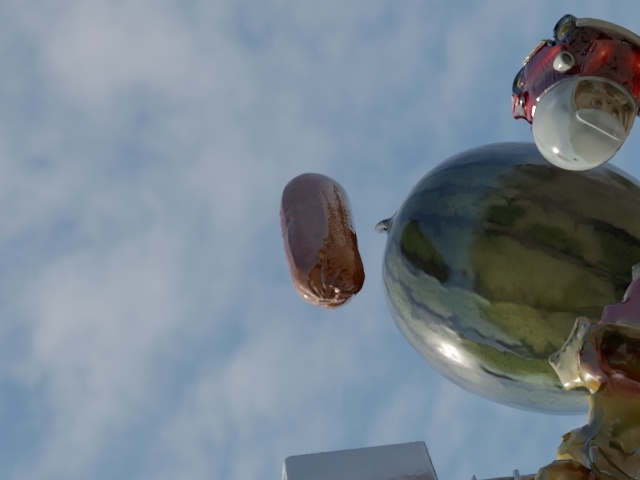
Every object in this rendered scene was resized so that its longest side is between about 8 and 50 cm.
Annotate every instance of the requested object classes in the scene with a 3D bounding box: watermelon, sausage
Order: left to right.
[{"bbox_3d":[0.000,0.000,1.861,0.197,0.076,0.076,-100,-16,-56],"label":"sausage"},{"bbox_3d":[0.218,0.037,1.949,0.279,0.359,0.279,20,-90,-77],"label":"watermelon"}]

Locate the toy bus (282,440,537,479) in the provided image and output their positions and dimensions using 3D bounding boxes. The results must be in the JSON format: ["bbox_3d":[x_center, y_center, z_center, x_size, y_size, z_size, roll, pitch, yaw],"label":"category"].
[{"bbox_3d":[0.119,0.204,1.215,0.113,0.301,0.139,-107,11,-73],"label":"toy bus"}]

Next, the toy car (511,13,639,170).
[{"bbox_3d":[0.223,-0.112,1.616,0.112,0.139,0.112,26,-126,-20],"label":"toy car"}]

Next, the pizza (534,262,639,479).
[{"bbox_3d":[0.274,0.047,1.068,0.406,0.440,0.130,-106,9,-53],"label":"pizza"}]
